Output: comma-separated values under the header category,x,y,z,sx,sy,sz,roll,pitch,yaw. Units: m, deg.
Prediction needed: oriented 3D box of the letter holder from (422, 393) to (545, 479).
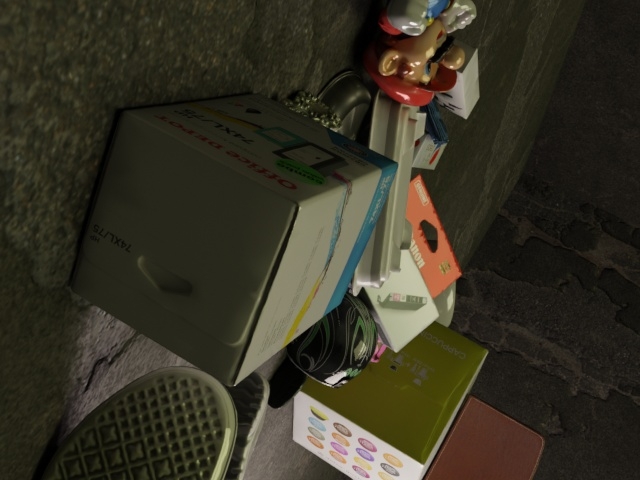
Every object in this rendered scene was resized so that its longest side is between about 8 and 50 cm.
category,x,y,z,sx,sy,sz,roll,pitch,yaw
letter holder,0.378,0.549,1.992,0.302,0.214,0.152,-60,165,-6

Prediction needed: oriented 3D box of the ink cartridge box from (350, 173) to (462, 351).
category,x,y,z,sx,sy,sz,roll,pitch,yaw
ink cartridge box,0.173,0.046,1.666,0.239,0.060,0.275,-38,121,-17

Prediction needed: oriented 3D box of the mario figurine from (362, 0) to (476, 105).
category,x,y,z,sx,sy,sz,roll,pitch,yaw
mario figurine,0.160,-0.321,1.163,0.198,0.170,0.321,-19,139,-16

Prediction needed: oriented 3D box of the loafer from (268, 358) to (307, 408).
category,x,y,z,sx,sy,sz,roll,pitch,yaw
loafer,-0.052,0.272,1.707,0.170,0.062,0.061,-54,168,-22

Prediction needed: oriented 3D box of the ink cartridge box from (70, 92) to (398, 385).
category,x,y,z,sx,sy,sz,roll,pitch,yaw
ink cartridge box,-0.078,-0.018,0.872,0.270,0.198,0.197,-30,145,-64

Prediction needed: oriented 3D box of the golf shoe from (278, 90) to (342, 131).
category,x,y,z,sx,sy,sz,roll,pitch,yaw
golf shoe,-0.035,-0.142,1.091,0.086,0.069,0.176,-47,169,27

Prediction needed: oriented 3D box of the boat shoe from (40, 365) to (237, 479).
category,x,y,z,sx,sy,sz,roll,pitch,yaw
boat shoe,-0.250,0.353,1.004,0.500,0.186,0.156,-60,170,12

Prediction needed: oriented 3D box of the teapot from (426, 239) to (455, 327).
category,x,y,z,sx,sy,sz,roll,pitch,yaw
teapot,0.234,0.116,2.152,0.252,0.186,0.256,-93,-177,-65

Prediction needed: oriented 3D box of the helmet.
category,x,y,z,sx,sy,sz,roll,pitch,yaw
helmet,0.030,0.180,1.618,0.162,0.169,0.169,-59,165,12

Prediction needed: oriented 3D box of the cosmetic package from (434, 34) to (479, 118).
category,x,y,z,sx,sy,sz,roll,pitch,yaw
cosmetic package,0.245,-0.312,1.598,0.061,0.098,0.239,-61,164,-5

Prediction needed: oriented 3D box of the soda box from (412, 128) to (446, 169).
category,x,y,z,sx,sy,sz,roll,pitch,yaw
soda box,0.195,-0.191,1.698,0.074,0.069,0.216,-65,164,11

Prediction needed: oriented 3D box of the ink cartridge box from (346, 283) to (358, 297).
category,x,y,z,sx,sy,sz,roll,pitch,yaw
ink cartridge box,0.097,0.074,1.803,0.139,0.082,0.191,-46,157,-43

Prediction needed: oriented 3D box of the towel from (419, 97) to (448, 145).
category,x,y,z,sx,sy,sz,roll,pitch,yaw
towel,0.213,-0.240,1.604,0.029,0.120,0.067,-22,178,18

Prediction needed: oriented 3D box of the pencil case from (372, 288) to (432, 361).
category,x,y,z,sx,sy,sz,roll,pitch,yaw
pencil case,0.140,0.156,1.770,0.209,0.095,0.098,-54,162,-5

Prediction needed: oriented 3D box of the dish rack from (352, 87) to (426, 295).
category,x,y,z,sx,sy,sz,roll,pitch,yaw
dish rack,0.120,-0.089,1.400,0.285,0.072,0.333,-46,142,-72

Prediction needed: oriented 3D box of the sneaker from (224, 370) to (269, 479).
category,x,y,z,sx,sy,sz,roll,pitch,yaw
sneaker,-0.151,0.357,1.445,0.281,0.105,0.115,-63,164,-1

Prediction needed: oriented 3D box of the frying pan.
category,x,y,z,sx,sy,sz,roll,pitch,yaw
frying pan,0.011,-0.104,1.291,0.197,0.053,0.326,-39,150,-46

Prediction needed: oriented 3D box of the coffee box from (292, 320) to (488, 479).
category,x,y,z,sx,sy,sz,roll,pitch,yaw
coffee box,0.159,0.378,2.039,0.338,0.337,0.334,-52,162,-30
